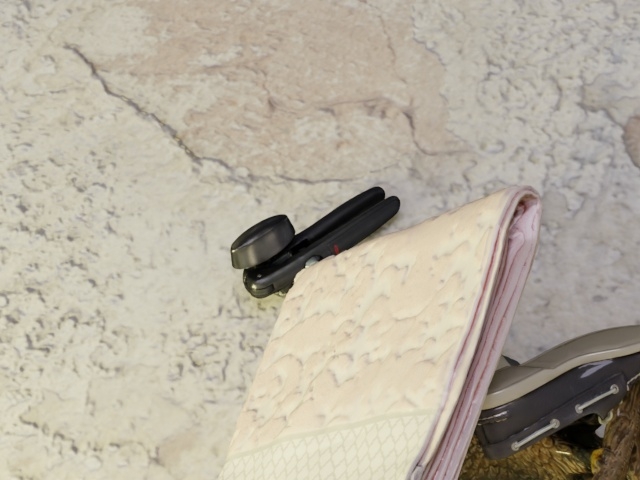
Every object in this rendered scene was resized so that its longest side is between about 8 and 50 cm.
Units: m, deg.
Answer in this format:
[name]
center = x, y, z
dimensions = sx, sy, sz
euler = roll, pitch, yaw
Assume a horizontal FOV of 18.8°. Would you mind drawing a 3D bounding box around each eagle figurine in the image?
[eagle figurine]
center = 0.154, 0.163, 1.695
dimensions = 0.298, 0.225, 0.226
euler = -6, 3, 40

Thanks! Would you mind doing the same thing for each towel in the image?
[towel]
center = 0.031, 0.120, 1.627
dimensions = 0.332, 0.053, 0.317
euler = -21, 40, 52

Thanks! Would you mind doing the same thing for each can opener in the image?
[can opener]
center = 0.000, 0.000, 1.888
dimensions = 0.186, 0.073, 0.059
euler = -25, 46, -21

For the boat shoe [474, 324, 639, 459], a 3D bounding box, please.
[boat shoe]
center = 0.210, 0.120, 1.574
dimensions = 0.206, 0.065, 0.075
euler = -18, 10, -22
